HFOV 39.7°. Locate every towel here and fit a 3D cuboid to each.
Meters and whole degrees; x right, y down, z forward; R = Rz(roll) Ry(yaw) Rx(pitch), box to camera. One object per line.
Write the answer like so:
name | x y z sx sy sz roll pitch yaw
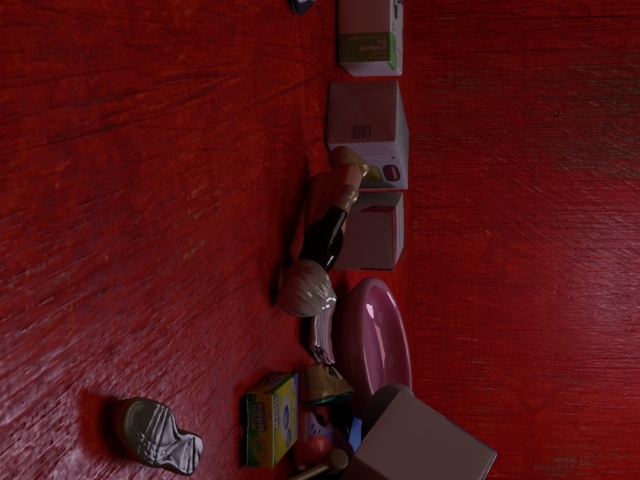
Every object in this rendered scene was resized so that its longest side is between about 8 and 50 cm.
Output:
towel | 0.007 0.138 1.596 0.197 0.029 0.144 72 22 -71

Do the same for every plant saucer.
plant saucer | 0.107 0.245 1.859 0.332 0.084 0.332 -11 90 -70

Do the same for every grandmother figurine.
grandmother figurine | 0.000 0.000 1.435 0.342 0.104 0.207 -71 173 -50

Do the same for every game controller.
game controller | 0.058 0.435 1.809 0.319 0.067 0.166 -73 160 -55

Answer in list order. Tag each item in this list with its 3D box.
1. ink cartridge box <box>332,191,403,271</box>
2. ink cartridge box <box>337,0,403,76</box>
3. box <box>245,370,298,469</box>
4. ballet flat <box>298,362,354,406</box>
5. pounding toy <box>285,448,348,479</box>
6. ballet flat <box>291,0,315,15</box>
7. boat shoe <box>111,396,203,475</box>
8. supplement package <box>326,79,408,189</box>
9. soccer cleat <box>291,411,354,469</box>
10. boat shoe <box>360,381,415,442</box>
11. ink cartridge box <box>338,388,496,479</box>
ink cartridge box | 0.099 -0.023 1.819 0.176 0.128 0.127 -53 142 -70
ink cartridge box | 0.107 -0.492 1.854 0.198 0.115 0.272 -14 104 -78
box | -0.069 0.250 1.247 0.179 0.043 0.105 -13 103 -76
ballet flat | 0.010 0.250 1.552 0.232 0.080 0.073 47 30 -75
pounding toy | -0.004 0.431 1.374 0.094 0.181 0.206 123 -12 -54
ballet flat | -0.023 -0.410 1.352 0.203 0.074 0.074 63 30 -66
boat shoe | -0.159 0.182 0.827 0.153 0.048 0.056 54 50 -60
supplement package | 0.102 -0.207 1.797 0.244 0.139 0.133 58 33 -68
soccer cleat | 0.006 0.344 1.534 0.248 0.083 0.095 36 51 -72
boat shoe | 0.149 0.388 1.693 0.105 0.113 0.306 -22 125 -40
ink cartridge box | 0.133 0.445 1.527 0.197 0.198 0.270 -42 160 -50
